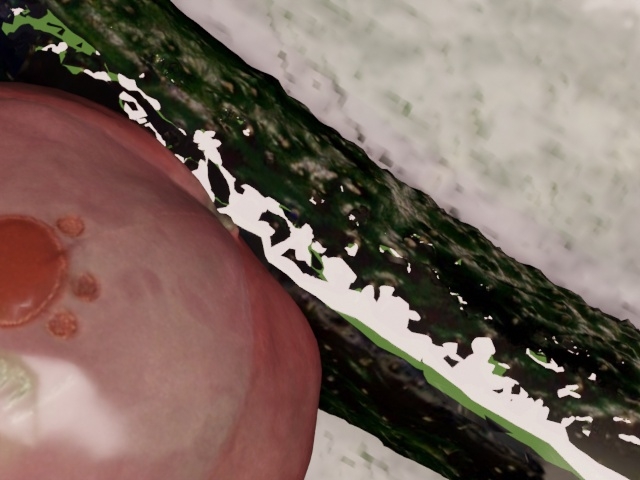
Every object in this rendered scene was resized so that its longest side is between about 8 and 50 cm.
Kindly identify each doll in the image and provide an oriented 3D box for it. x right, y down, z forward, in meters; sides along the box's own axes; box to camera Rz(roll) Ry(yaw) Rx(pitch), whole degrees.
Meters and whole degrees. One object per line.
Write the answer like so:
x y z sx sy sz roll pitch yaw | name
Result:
-0.120 0.067 0.420 0.196 0.152 0.256 40 117 -12 | doll

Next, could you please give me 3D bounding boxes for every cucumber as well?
-0.001 0.003 0.469 0.245 0.067 0.067 33 105 -8 | cucumber
